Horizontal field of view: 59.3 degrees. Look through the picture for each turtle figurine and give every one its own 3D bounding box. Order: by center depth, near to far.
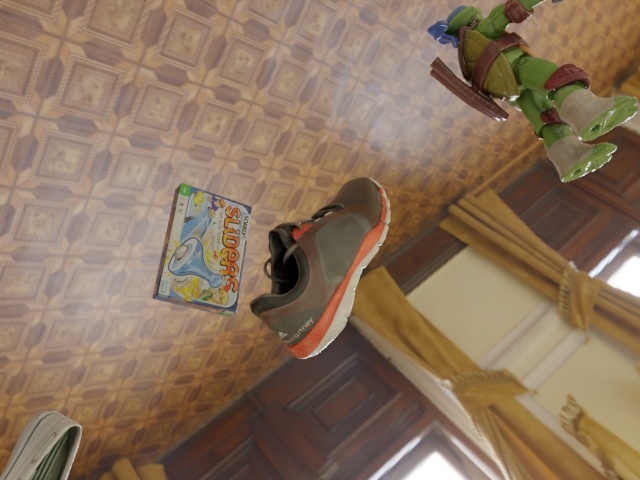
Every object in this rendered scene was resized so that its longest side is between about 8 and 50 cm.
[{"bbox_3d":[0.298,-0.227,0.704,0.275,0.266,0.198,-8,148,-31],"label":"turtle figurine"}]

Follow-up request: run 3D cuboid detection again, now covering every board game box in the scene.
[{"bbox_3d":[-0.196,0.016,0.955,0.136,0.201,0.035,18,153,-28],"label":"board game box"}]

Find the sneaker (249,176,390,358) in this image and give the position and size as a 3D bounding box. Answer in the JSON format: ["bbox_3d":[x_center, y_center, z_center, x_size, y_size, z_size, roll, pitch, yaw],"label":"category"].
[{"bbox_3d":[0.000,0.000,0.384,0.061,0.065,0.158,-37,-157,44],"label":"sneaker"}]

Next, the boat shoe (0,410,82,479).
[{"bbox_3d":[-0.383,0.337,0.728,0.083,0.076,0.226,39,57,-52],"label":"boat shoe"}]
